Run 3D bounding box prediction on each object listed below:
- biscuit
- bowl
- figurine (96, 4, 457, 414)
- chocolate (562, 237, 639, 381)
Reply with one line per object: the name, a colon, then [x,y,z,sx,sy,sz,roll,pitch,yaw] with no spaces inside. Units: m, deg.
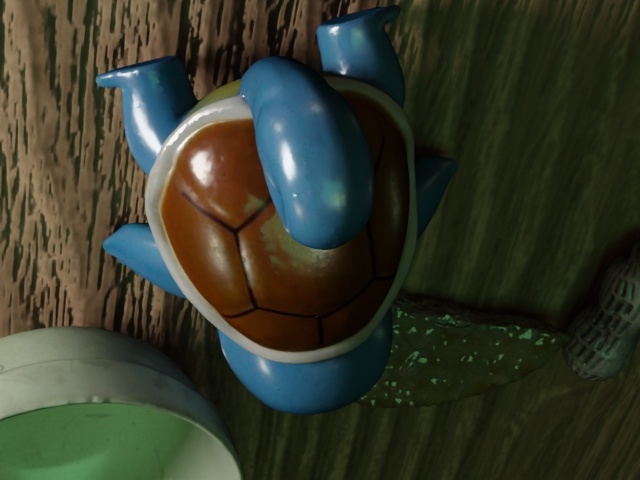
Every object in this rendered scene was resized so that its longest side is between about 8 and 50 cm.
biscuit: [0.083,0.107,1.211,0.290,0.038,0.141,11,126,-23]
bowl: [-0.226,0.192,1.111,0.307,0.163,0.307,-9,132,-10]
figurine: [-0.015,-0.036,0.965,0.298,0.243,0.416,-20,154,-11]
chocolate: [0.288,0.068,1.216,0.072,0.072,0.167,12,126,-25]
